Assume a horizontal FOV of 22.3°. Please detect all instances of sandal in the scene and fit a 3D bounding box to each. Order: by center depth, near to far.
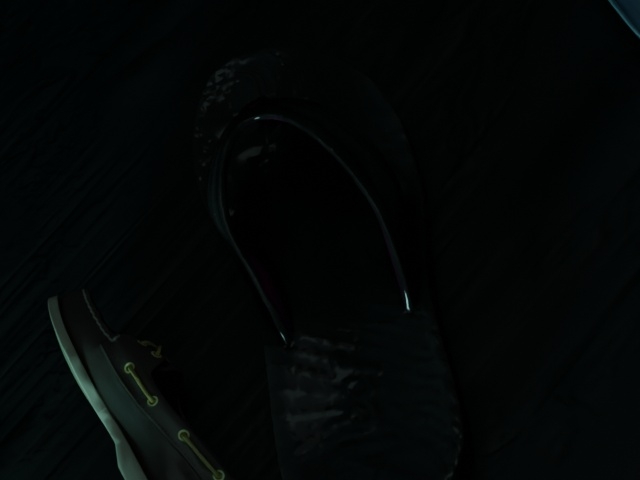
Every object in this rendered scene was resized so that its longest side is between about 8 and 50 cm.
[{"bbox_3d":[0.003,0.000,1.160,0.167,0.107,0.446,-24,51,6],"label":"sandal"}]

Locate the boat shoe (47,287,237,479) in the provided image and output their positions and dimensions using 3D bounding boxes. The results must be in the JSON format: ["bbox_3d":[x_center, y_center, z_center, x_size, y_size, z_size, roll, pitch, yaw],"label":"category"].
[{"bbox_3d":[-0.125,0.116,1.159,0.068,0.081,0.228,-32,58,-3],"label":"boat shoe"}]

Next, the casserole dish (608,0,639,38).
[{"bbox_3d":[0.269,-0.204,1.232,0.114,0.037,0.188,-29,52,3],"label":"casserole dish"}]
